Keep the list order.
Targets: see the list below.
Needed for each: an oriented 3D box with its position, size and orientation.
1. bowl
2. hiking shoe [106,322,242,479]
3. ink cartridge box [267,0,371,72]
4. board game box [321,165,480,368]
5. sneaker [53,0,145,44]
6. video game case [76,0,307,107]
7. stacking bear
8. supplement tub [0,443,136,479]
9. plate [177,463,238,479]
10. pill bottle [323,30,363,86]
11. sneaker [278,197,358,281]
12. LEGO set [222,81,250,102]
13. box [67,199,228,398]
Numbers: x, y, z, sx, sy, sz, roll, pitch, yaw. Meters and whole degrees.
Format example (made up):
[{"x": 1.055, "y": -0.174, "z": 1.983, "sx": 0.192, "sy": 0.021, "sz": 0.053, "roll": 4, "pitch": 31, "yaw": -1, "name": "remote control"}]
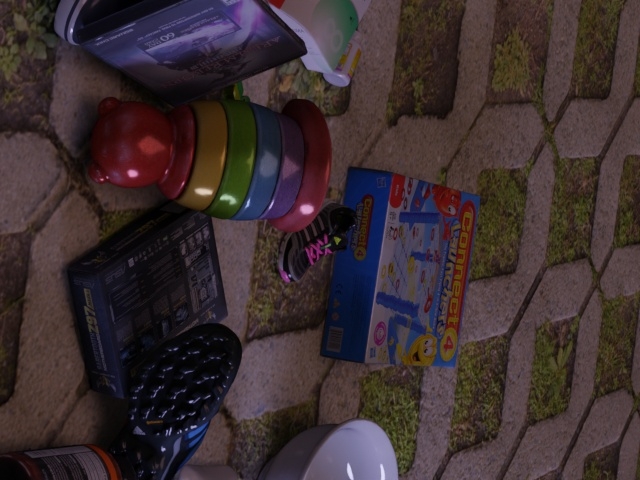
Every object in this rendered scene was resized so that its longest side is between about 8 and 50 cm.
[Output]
[{"x": -0.013, "y": 0.404, "z": 2.200, "sx": 0.298, "sy": 0.134, "sz": 0.297, "roll": -17, "pitch": 110, "yaw": -55, "name": "bowl"}, {"x": -0.185, "y": 0.206, "z": 1.862, "sx": 0.304, "sy": 0.113, "sz": 0.132, "roll": -55, "pitch": 174, "yaw": 30, "name": "hiking shoe"}, {"x": -0.007, "y": -0.385, "z": 2.117, "sx": 0.181, "sy": 0.056, "sz": 0.224, "roll": -63, "pitch": 144, "yaw": -27, "name": "ink cartridge box"}, {"x": 0.138, "y": 0.052, "z": 2.392, "sx": 0.302, "sy": 0.086, "sz": 0.308, "roll": 9, "pitch": 89, "yaw": -56, "name": "board game box"}, {"x": -0.178, "y": -0.308, "z": 1.776, "sx": 0.321, "sy": 0.127, "sz": 0.126, "roll": -39, "pitch": 161, "yaw": -41, "name": "sneaker"}, {"x": -0.148, "y": -0.240, "z": 1.761, "sx": 0.274, "sy": 0.196, "sz": 0.026, "roll": 32, "pitch": 40, "yaw": -69, "name": "video game case"}, {"x": -0.147, "y": -0.107, "z": 1.822, "sx": 0.289, "sy": 0.164, "sz": 0.175, "roll": 7, "pitch": 99, "yaw": -22, "name": "stacking bear"}, {"x": -0.313, "y": 0.302, "z": 1.759, "sx": 0.198, "sy": 0.106, "sz": 0.106, "roll": 5, "pitch": 92, "yaw": -57, "name": "supplement tub"}, {"x": -0.168, "y": 0.444, "z": 1.967, "sx": 0.277, "sy": 0.045, "sz": 0.278, "roll": 42, "pitch": 60, "yaw": -76, "name": "plate"}, {"x": 0.037, "y": -0.279, "z": 2.210, "sx": 0.043, "sy": 0.043, "sz": 0.083, "roll": 46, "pitch": 59, "yaw": -50, "name": "pill bottle"}, {"x": 0.000, "y": 0.000, "z": 2.186, "sx": 0.170, "sy": 0.075, "sz": 0.063, "roll": -51, "pitch": 136, "yaw": -37, "name": "sneaker"}, {"x": -0.117, "y": -0.209, "z": 1.964, "sx": 0.093, "sy": 0.087, "sz": 0.227, "roll": -34, "pitch": 119, "yaw": -49, "name": "LEGO set"}, {"x": -0.220, "y": 0.069, "z": 1.886, "sx": 0.233, "sy": 0.059, "sz": 0.183, "roll": -39, "pitch": 129, "yaw": -46, "name": "box"}]
